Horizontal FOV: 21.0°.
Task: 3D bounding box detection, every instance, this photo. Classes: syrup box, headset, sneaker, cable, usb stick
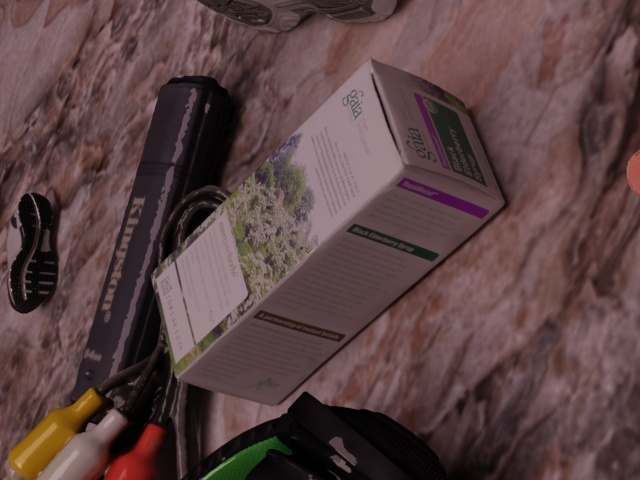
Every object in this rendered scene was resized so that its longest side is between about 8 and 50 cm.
[{"bbox_3d":[0.000,0.000,1.130,0.237,0.096,0.093,-42,47,29],"label":"syrup box"},{"bbox_3d":[0.015,0.217,0.974,0.394,0.185,0.243,-16,39,51],"label":"headset"},{"bbox_3d":[-0.020,-0.221,1.279,0.232,0.090,0.115,8,72,42],"label":"sneaker"},{"bbox_3d":[-0.116,0.100,1.230,0.139,0.072,0.287,29,89,24],"label":"cable"},{"bbox_3d":[-0.249,0.015,1.474,0.044,0.040,0.109,-44,38,52],"label":"sneaker"},{"bbox_3d":[-0.130,0.007,1.323,0.077,0.045,0.278,7,79,50],"label":"usb stick"}]

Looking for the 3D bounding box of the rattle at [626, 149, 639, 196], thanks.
[{"bbox_3d":[0.234,0.032,0.891,0.130,0.143,0.199,-38,20,-12],"label":"rattle"}]
